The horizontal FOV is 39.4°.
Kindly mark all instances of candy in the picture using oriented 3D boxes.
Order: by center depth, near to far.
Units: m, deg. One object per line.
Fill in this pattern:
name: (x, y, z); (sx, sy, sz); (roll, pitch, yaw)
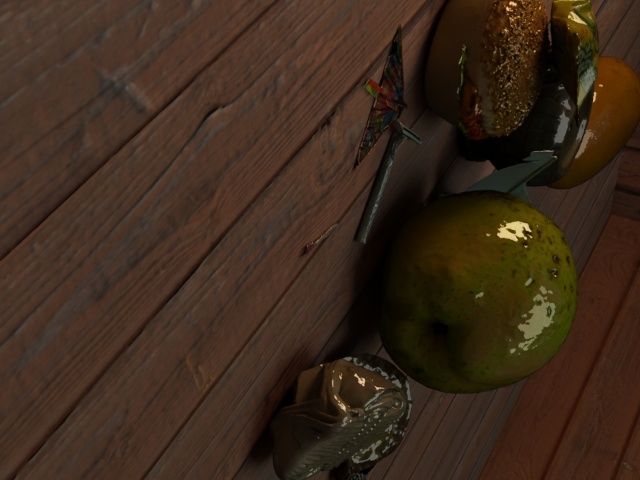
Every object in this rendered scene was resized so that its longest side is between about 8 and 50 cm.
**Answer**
candy: (0.455, -0.362, 1.598); (0.297, 0.081, 0.187); (-74, 151, -46)

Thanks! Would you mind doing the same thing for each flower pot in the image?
flower pot: (0.431, -0.271, 1.836); (0.302, 0.213, 0.301); (-47, 147, -43)

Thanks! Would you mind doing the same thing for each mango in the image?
mango: (0.691, -0.304, 2.357); (0.446, 0.232, 0.300); (-45, 150, -34)

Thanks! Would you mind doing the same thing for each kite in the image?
kite: (0.103, -0.217, 1.425); (0.183, 0.014, 0.241); (20, 91, -65)

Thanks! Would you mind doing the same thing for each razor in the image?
razor: (0.103, -0.094, 1.501); (0.084, 0.036, 0.211); (21, 94, -59)

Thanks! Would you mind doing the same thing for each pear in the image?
pear: (0.272, 0.106, 1.620); (0.391, 0.391, 0.390); (-46, 146, -44)

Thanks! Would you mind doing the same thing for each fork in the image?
fork: (-0.001, 0.000, 1.369); (0.115, 0.012, 0.016); (-47, 151, -51)

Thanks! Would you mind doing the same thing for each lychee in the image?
lychee: (0.060, 0.459, 1.773); (0.083, 0.067, 0.068); (-66, 166, 18)

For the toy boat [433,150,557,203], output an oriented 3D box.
toy boat: (0.359, -0.095, 1.767); (0.291, 0.221, 0.066); (-40, -131, 53)

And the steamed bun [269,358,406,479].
steamed bun: (0.007, 0.274, 1.438); (0.218, 0.144, 0.211); (-48, 153, 22)

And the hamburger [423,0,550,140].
hamburger: (0.307, -0.316, 1.579); (0.276, 0.179, 0.294); (26, 84, -65)

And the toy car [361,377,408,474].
toy car: (0.090, 0.340, 1.707); (0.089, 0.108, 0.209); (-23, 132, -62)

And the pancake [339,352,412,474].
pancake: (0.068, 0.304, 1.578); (0.212, 0.029, 0.235); (-50, 119, -12)
